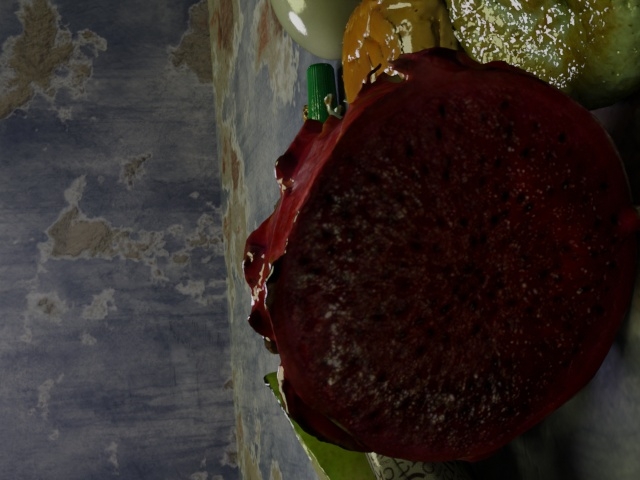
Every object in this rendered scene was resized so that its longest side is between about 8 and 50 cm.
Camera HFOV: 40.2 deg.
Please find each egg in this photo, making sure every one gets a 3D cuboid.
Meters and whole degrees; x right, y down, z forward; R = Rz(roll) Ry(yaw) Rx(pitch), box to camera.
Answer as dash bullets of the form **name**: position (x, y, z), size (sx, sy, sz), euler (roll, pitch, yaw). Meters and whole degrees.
- **egg**: position (0.007, -0.421, 1.450), size (0.188, 0.188, 0.254), euler (128, 131, -67)

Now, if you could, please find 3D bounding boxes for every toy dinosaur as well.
- **toy dinosaur**: position (0.051, -0.184, 1.559), size (0.142, 0.057, 0.212), euler (63, 155, 16)

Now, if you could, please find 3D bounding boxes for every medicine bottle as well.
- **medicine bottle**: position (0.011, -0.187, 1.684), size (0.111, 0.076, 0.309), euler (165, 103, -65)

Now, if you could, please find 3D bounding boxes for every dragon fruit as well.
- **dragon fruit**: position (0.098, 0.005, 0.844), size (0.249, 0.371, 0.386), euler (-146, 43, -66)

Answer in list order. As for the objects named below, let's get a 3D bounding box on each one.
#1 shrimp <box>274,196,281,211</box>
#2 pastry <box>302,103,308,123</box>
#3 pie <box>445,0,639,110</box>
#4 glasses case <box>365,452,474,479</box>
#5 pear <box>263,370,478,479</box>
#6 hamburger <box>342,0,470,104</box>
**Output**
- **shrimp**: position (0.000, 0.000, 1.605), size (0.272, 0.085, 0.445), euler (57, 159, 18)
- **pastry**: position (-0.004, -0.214, 1.775), size (0.080, 0.056, 0.140), euler (160, 101, -82)
- **pie**: position (0.205, -0.263, 0.831), size (0.323, 0.070, 0.323), euler (55, 159, 32)
- **glasses case**: position (0.160, 0.322, 0.913), size (0.355, 0.085, 0.137), euler (54, -176, 1)
- **pear**: position (0.097, 0.304, 1.157), size (0.399, 0.165, 0.399), euler (57, 175, 8)
- **hamburger**: position (0.131, -0.212, 1.077), size (0.244, 0.163, 0.244), euler (180, 90, -72)
